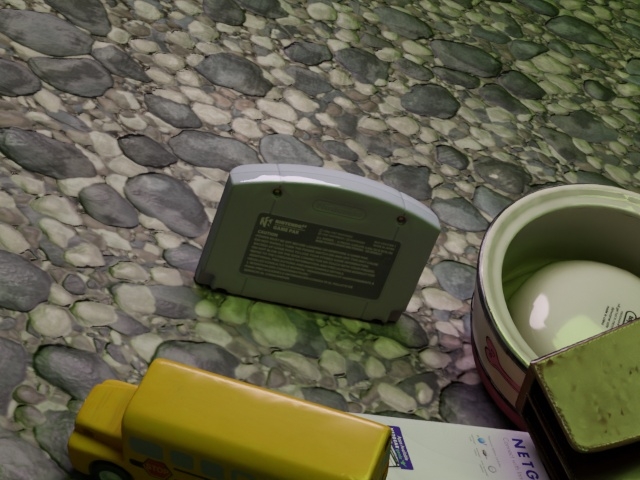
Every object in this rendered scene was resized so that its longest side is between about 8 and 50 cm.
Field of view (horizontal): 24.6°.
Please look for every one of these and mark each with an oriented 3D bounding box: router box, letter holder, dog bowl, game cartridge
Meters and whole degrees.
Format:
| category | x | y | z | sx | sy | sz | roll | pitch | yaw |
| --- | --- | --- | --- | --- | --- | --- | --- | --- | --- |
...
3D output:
| category | x | y | z | sx | sy | sz | roll | pitch | yaw |
| --- | --- | --- | --- | --- | --- | --- | --- | --- | --- |
| router box | 0.139 | 0.341 | 1.631 | 0.301 | 0.082 | 0.335 | 8 | 34 | -22 |
| letter holder | 0.412 | 0.202 | 1.693 | 0.301 | 0.152 | 0.214 | -21 | 66 | -10 |
| dog bowl | 0.382 | 0.122 | 1.966 | 0.407 | 0.150 | 0.408 | 9 | 48 | -10 |
| game cartridge | 0.000 | 0.000 | 1.946 | 0.294 | 0.196 | 0.060 | 12 | 34 | -17 |

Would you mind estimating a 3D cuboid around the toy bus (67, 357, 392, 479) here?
| category | x | y | z | sx | sy | sz | roll | pitch | yaw |
| --- | --- | --- | --- | --- | --- | --- | --- | --- | --- |
| toy bus | -0.099 | 0.219 | 1.550 | 0.332 | 0.130 | 0.108 | 15 | 48 | 13 |
